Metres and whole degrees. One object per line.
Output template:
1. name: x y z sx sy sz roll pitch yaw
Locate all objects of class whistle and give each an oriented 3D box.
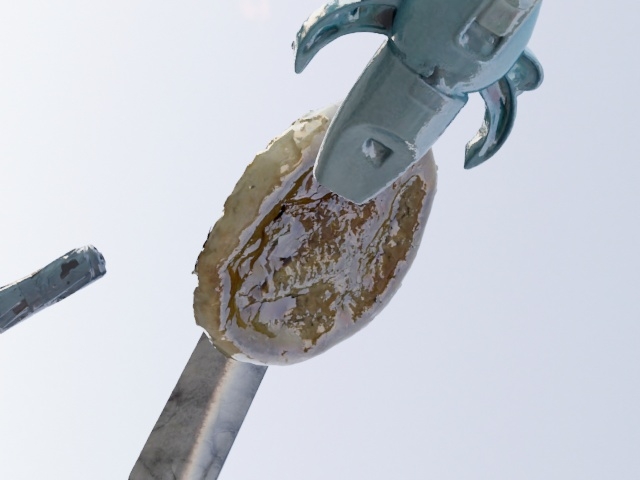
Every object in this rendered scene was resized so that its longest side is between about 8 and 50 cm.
1. whistle: 0.090 -0.139 0.960 0.274 0.186 0.093 -52 -153 23

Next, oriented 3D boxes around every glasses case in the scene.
1. glasses case: -0.150 0.230 1.756 0.114 0.299 0.060 7 -45 18

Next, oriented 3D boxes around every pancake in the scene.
1. pancake: -0.001 -0.001 1.467 0.065 0.356 0.356 43 -44 38

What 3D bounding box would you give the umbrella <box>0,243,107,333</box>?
1. umbrella: -0.384 0.079 1.645 0.052 0.250 0.053 60 -9 13
